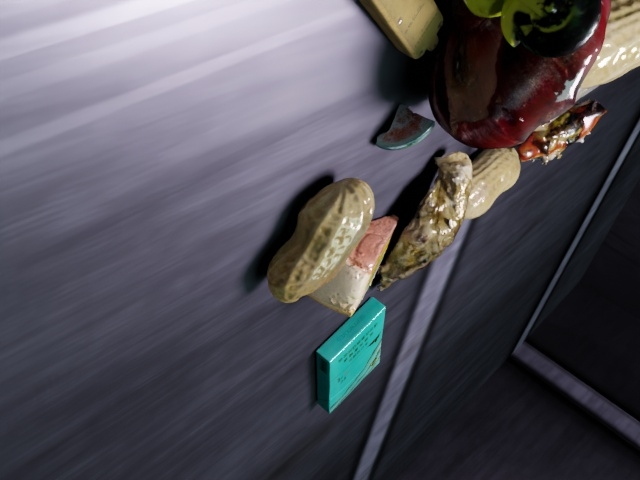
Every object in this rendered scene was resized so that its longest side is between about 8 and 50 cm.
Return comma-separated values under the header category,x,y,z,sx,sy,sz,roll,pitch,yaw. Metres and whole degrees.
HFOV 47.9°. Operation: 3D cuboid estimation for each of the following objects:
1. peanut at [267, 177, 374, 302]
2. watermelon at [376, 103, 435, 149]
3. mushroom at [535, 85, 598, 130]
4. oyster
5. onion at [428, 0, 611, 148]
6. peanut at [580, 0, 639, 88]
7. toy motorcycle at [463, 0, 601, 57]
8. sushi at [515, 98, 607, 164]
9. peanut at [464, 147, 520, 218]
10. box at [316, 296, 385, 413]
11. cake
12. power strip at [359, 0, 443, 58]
category,x,y,z,sx,sy,sz,roll,pitch,yaw
peanut,0.000,0.000,0.951,0.194,0.083,0.093,-52,156,-1
watermelon,0.112,-0.158,1.005,0.085,0.085,0.061,-25,103,-47
mushroom,0.496,-0.323,1.413,0.270,0.103,0.118,-41,161,-10
oyster,0.183,-0.010,1.264,0.166,0.094,0.294,-56,171,-43
onion,0.235,-0.248,0.935,0.272,0.195,0.272,-50,-168,14
peanut,0.538,-0.368,1.284,0.313,0.152,0.152,-25,151,-5
toy motorcycle,0.243,-0.378,0.785,0.142,0.206,0.342,-3,111,-63
sushi,0.499,-0.231,1.538,0.226,0.097,0.103,-29,144,-16
peanut,0.305,-0.108,1.352,0.214,0.090,0.099,-39,140,-29
box,0.059,0.228,1.412,0.161,0.042,0.226,-40,152,-26
cake,0.072,0.037,1.132,0.225,0.090,0.109,-20,134,-54
power strip,0.073,-0.273,0.775,0.064,0.044,0.305,-56,157,7
